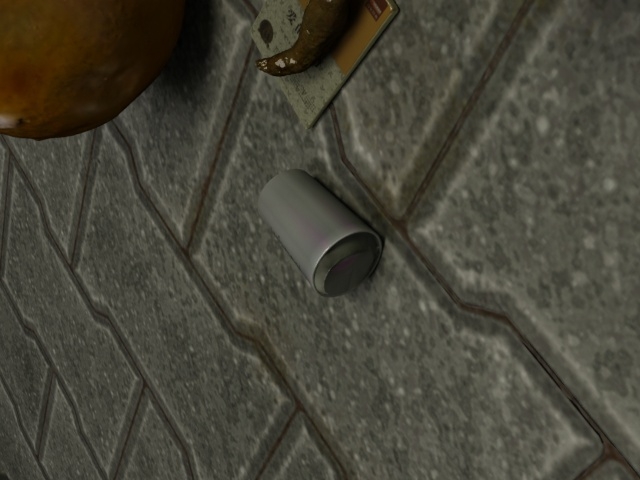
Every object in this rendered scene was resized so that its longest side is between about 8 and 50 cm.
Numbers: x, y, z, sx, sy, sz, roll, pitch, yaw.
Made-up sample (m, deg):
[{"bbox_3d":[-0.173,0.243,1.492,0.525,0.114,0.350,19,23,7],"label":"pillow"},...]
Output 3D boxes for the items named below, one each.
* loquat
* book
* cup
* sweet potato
[{"bbox_3d":[-0.293,-0.260,0.904,0.328,0.328,0.328,28,127,45],"label":"loquat"},{"bbox_3d":[-0.003,-0.191,0.793,0.118,0.012,0.172,60,144,14],"label":"book"},{"bbox_3d":[0.000,0.000,0.839,0.116,0.074,0.104,47,167,37],"label":"cup"},{"bbox_3d":[-0.006,-0.174,0.760,0.041,0.038,0.153,48,144,-4],"label":"sweet potato"}]
